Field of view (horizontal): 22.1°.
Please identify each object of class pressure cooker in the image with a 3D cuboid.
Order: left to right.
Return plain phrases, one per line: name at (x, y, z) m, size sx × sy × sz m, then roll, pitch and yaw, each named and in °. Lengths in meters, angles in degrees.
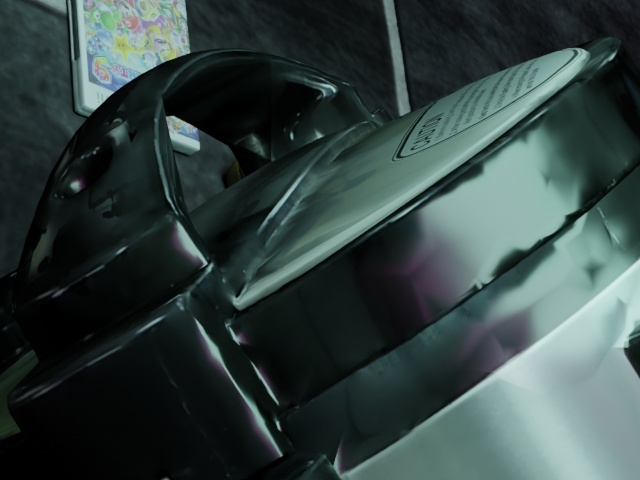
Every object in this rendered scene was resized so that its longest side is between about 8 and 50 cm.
pressure cooker at (0.037, 0.111, 0.683) m, size 0.375 × 0.370 × 0.420 m, roll -34°, pitch 95°, yaw -25°

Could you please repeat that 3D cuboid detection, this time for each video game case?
video game case at (-0.109, -0.115, 0.949) m, size 0.087 × 0.011 × 0.122 m, roll 20°, pitch 53°, yaw -44°

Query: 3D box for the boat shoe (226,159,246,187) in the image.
boat shoe at (0.000, 0.000, 0.977) m, size 0.135 × 0.050 × 0.045 m, roll 58°, pitch 41°, yaw -7°
